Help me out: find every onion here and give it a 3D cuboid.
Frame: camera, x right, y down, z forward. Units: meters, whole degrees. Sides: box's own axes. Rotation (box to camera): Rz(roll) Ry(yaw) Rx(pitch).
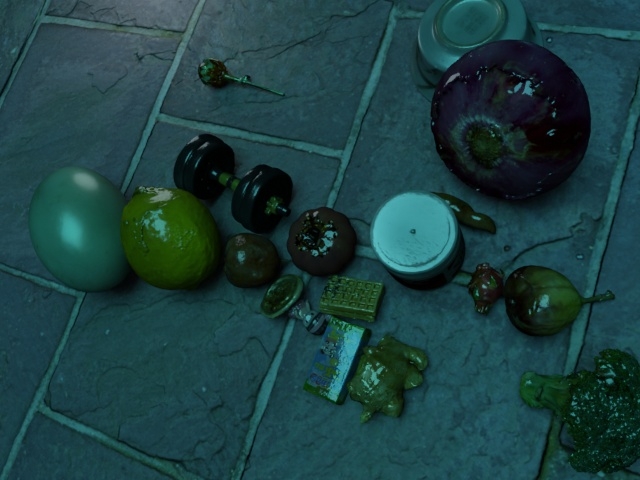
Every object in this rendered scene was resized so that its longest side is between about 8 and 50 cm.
[{"bbox_3d":[0.425,-0.284,1.346,0.359,0.358,0.344,6,53,20],"label":"onion"}]

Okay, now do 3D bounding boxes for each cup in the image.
[{"bbox_3d":[0.387,-0.519,1.524,0.348,0.163,0.346,-6,72,18],"label":"cup"}]

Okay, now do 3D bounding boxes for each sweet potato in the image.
[{"bbox_3d":[0.338,-0.074,1.456,0.202,0.055,0.058,29,70,23],"label":"sweet potato"}]

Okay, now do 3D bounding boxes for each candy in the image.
[{"bbox_3d":[0.041,0.289,1.442,0.097,0.062,0.194,19,81,22],"label":"candy"},{"bbox_3d":[-0.238,-0.477,1.779,0.288,0.084,0.078,20,77,16],"label":"candy"}]

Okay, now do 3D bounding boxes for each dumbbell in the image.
[{"bbox_3d":[-0.236,-0.156,1.611,0.389,0.185,0.185,29,84,23],"label":"dumbbell"}]

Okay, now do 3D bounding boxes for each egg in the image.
[{"bbox_3d":[-0.659,-0.034,1.663,0.276,0.276,0.388,-33,69,6],"label":"egg"}]

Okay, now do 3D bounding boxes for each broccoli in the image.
[{"bbox_3d":[0.525,0.328,1.189,0.269,0.269,0.253,18,75,23],"label":"broccoli"}]

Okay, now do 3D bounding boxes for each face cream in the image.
[{"bbox_3d":[0.231,0.005,1.396,0.201,0.187,0.200,-6,72,17],"label":"face cream"}]

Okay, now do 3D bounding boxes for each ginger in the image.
[{"bbox_3d":[0.144,0.325,1.375,0.157,0.102,0.216,31,79,-2],"label":"ginger"}]

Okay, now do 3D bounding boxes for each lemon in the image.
[{"bbox_3d":[-0.392,-0.010,1.566,0.254,0.253,0.310,-22,104,11],"label":"lemon"}]

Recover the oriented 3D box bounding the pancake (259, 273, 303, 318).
[{"bbox_3d":[-0.102,0.141,1.527,0.140,0.022,0.139,-28,37,23],"label":"pancake"}]

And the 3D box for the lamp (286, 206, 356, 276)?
[{"bbox_3d":[0.000,0.000,1.505,0.182,0.140,0.181,-4,72,13],"label":"lamp"}]

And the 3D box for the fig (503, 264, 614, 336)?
[{"bbox_3d":[0.516,0.124,1.285,0.231,0.143,0.160,-13,52,17],"label":"fig"}]

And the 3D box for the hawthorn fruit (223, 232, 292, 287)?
[{"bbox_3d":[-0.168,0.046,1.544,0.189,0.149,0.149,-16,69,17],"label":"hawthorn fruit"}]

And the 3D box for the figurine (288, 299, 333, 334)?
[{"bbox_3d":[-0.030,0.188,1.507,0.129,0.054,0.072,32,70,32],"label":"figurine"}]

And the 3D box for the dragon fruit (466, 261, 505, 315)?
[{"bbox_3d":[0.378,0.112,1.369,0.081,0.086,0.116,11,74,16],"label":"dragon fruit"}]

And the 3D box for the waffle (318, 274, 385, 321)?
[{"bbox_3d":[0.077,0.140,1.467,0.148,0.042,0.102,9,52,19],"label":"waffle"}]
